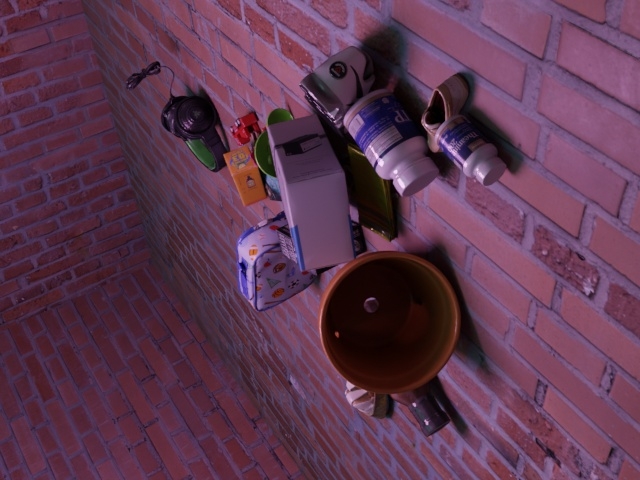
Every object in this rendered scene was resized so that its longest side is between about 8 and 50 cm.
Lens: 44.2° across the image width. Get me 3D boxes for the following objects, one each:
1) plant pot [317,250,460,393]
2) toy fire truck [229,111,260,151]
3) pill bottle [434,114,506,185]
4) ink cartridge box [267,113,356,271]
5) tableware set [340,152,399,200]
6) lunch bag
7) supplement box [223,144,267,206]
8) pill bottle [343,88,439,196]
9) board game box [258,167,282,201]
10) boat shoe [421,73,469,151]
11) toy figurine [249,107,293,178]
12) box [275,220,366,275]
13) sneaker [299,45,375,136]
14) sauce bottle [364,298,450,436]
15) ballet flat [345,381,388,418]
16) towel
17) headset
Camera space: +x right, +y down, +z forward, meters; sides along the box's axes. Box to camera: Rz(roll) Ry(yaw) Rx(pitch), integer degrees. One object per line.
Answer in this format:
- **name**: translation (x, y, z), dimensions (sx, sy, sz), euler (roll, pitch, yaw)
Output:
- **plant pot**: translation (0.127, 0.157, 1.671), dimensions (0.203, 0.291, 0.291), euler (-144, 32, -80)
- **toy fire truck**: translation (-0.186, -0.281, 2.185), dimensions (0.135, 0.047, 0.192), euler (64, 160, -2)
- **pill bottle**: translation (0.249, -0.147, 1.304), dimensions (0.120, 0.067, 0.067), euler (52, 155, 29)
- **ink cartridge box**: translation (-0.023, -0.112, 1.746), dimensions (0.307, 0.129, 0.223), euler (-109, 7, -58)
- **tableware set**: translation (0.090, -0.136, 1.718), dimensions (0.194, 0.039, 0.128), euler (-6, 108, 67)
- **lunch bag**: translation (-0.118, 0.051, 2.124), dimensions (0.115, 0.243, 0.303), euler (51, 156, 30)
- **supplement box**: translation (-0.210, -0.179, 2.229), dimensions (0.233, 0.078, 0.080), euler (84, 163, -72)
- **pill bottle**: translation (0.136, -0.179, 1.470), dimensions (0.187, 0.112, 0.112), euler (57, 157, 17)
- **board game box**: translation (-0.115, -0.167, 2.172), dimensions (0.186, 0.026, 0.126), euler (10, 122, 64)
- **boat shoe**: translation (0.202, -0.211, 1.353), dimensions (0.063, 0.059, 0.170), euler (52, 155, 28)
- **toy figurine**: translation (-0.128, -0.244, 2.011), dimensions (0.159, 0.130, 0.173), euler (-170, 80, -68)
- **box**: translation (0.000, 0.000, 1.927), dimensions (0.180, 0.147, 0.077), euler (27, 137, 56)
- **sneaker**: translation (0.050, -0.299, 1.559), dimensions (0.122, 0.146, 0.330), euler (45, -178, -1)
- **sauce bottle**: translation (0.186, 0.303, 1.886), dimensions (0.344, 0.111, 0.111), euler (55, 156, 21)
- **ballet flat**: translation (0.121, 0.388, 2.118), dimensions (0.123, 0.123, 0.348), euler (50, 154, 33)
- **towel**: translation (0.107, -0.097, 1.674), dimensions (0.102, 0.021, 0.237), euler (29, 150, 31)
- **headset**: translation (-0.439, -0.374, 2.476), dimensions (0.243, 0.185, 0.394), euler (20, 143, 60)
